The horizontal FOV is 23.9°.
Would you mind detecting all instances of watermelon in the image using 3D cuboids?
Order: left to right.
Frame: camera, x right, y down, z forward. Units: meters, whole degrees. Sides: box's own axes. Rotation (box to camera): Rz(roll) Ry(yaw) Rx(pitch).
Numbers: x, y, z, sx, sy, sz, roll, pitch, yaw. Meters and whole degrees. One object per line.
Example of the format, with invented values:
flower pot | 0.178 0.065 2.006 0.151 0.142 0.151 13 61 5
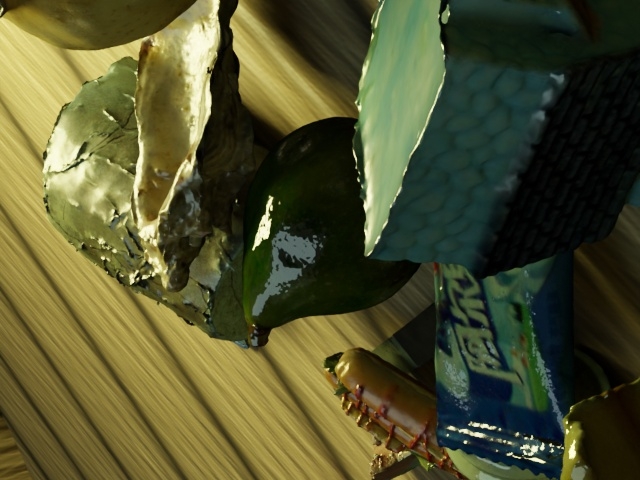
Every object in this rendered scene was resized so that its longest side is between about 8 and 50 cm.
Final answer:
watermelon | 0.084 0.264 1.921 0.101 0.080 0.155 54 173 25

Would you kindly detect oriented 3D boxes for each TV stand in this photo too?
TV stand | 0.112 0.111 1.696 0.049 0.040 0.256 51 156 5

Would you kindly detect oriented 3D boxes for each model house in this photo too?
model house | 0.168 -0.128 1.168 0.261 0.241 0.226 109 167 -48

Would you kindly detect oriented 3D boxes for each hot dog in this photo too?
hot dog | 0.104 0.207 1.732 0.250 0.076 0.104 31 158 10

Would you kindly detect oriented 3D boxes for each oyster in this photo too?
oyster | -0.120 -0.132 1.567 0.221 0.096 0.361 150 123 -63

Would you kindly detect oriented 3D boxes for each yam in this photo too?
yam | -0.157 -0.045 1.767 0.348 0.241 0.241 34 149 34

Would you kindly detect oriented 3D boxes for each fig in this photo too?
fig | 0.000 0.000 1.524 0.195 0.245 0.195 40 168 11

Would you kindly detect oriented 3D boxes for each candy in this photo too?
candy | 0.161 0.039 1.350 0.187 0.077 0.331 2 95 57

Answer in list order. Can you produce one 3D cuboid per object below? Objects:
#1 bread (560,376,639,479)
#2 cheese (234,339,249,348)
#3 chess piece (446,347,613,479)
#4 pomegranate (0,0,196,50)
bread | 0.338 0.284 1.273 0.245 0.233 0.361 33 147 40
cheese | -0.165 0.053 2.071 0.204 0.083 0.320 26 158 25
chess piece | 0.219 0.252 1.528 0.176 0.176 0.298 33 149 39
pomegranate | -0.241 -0.345 1.431 0.332 0.332 0.332 42 153 27
